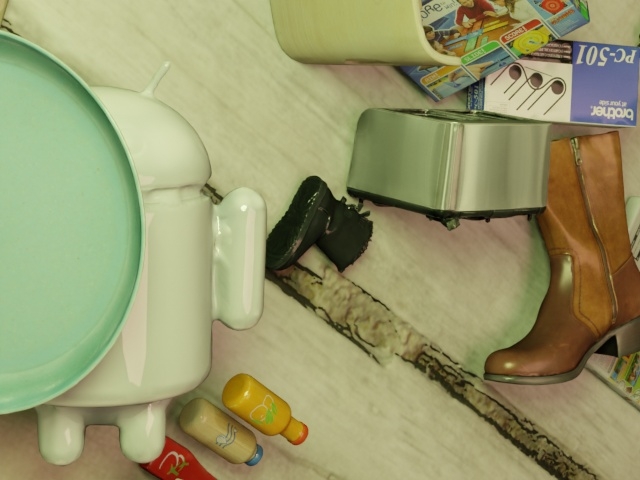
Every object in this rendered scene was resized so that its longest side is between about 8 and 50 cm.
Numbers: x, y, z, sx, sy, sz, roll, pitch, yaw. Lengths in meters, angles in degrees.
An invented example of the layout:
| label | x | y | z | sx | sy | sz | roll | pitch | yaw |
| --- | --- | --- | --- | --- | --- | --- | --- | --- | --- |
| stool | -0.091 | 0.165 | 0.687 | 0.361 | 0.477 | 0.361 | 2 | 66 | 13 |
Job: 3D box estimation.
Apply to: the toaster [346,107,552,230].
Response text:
| label | x | y | z | sx | sy | sz | roll | pitch | yaw |
| --- | --- | --- | --- | --- | --- | --- | --- | --- | --- |
| toaster | 0.145 | -0.081 | 1.608 | 0.168 | 0.186 | 0.110 | -4 | 104 | -39 |

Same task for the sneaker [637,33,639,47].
| label | x | y | z | sx | sy | sz | roll | pitch | yaw |
| --- | --- | --- | --- | --- | --- | --- | --- | --- | --- |
| sneaker | 0.492 | -0.199 | 1.940 | 0.093 | 0.088 | 0.225 | -40 | 120 | -30 |

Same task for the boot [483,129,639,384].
| label | x | y | z | sx | sy | sz | roll | pitch | yaw |
| --- | --- | --- | --- | --- | --- | --- | --- | --- | --- |
| boot | 0.282 | 0.020 | 1.796 | 0.264 | 0.096 | 0.280 | -15 | 99 | -24 |

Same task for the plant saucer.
| label | x | y | z | sx | sy | sz | roll | pitch | yaw |
| --- | --- | --- | --- | --- | --- | --- | --- | --- | --- |
| plant saucer | -0.281 | -0.016 | 1.221 | 0.044 | 0.318 | 0.317 | -24 | 115 | -71 |

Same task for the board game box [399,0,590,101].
| label | x | y | z | sx | sy | sz | roll | pitch | yaw |
| --- | --- | --- | --- | --- | --- | --- | --- | --- | --- |
| board game box | 0.166 | -0.238 | 1.600 | 0.136 | 0.201 | 0.035 | 39 | 38 | -37 |

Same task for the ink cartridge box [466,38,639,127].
| label | x | y | z | sx | sy | sz | roll | pitch | yaw |
| --- | --- | --- | --- | --- | --- | --- | --- | --- | --- |
| ink cartridge box | 0.271 | -0.185 | 1.745 | 0.207 | 0.046 | 0.097 | 2 | 91 | -23 |

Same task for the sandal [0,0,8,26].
| label | x | y | z | sx | sy | sz | roll | pitch | yaw |
| --- | --- | --- | --- | --- | --- | --- | --- | --- | --- |
| sandal | -0.308 | -0.161 | 1.308 | 0.072 | 0.049 | 0.180 | 19 | 84 | -40 |

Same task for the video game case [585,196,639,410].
| label | x | y | z | sx | sy | sz | roll | pitch | yaw |
| --- | --- | --- | --- | --- | --- | --- | --- | --- | --- |
| video game case | 0.424 | 0.089 | 1.967 | 0.206 | 0.026 | 0.227 | 37 | 72 | -37 |

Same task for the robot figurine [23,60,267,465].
| label | x | y | z | sx | sy | sz | roll | pitch | yaw |
| --- | --- | --- | --- | --- | --- | --- | --- | --- | --- |
| robot figurine | -0.197 | 0.017 | 1.329 | 0.300 | 0.200 | 0.353 | -1 | 99 | -11 |

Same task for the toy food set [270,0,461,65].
| label | x | y | z | sx | sy | sz | roll | pitch | yaw |
| --- | --- | --- | --- | --- | --- | --- | --- | --- | --- |
| toy food set | 0.040 | -0.318 | 1.461 | 0.092 | 0.220 | 0.306 | -20 | 109 | -36 |

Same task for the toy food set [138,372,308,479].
| label | x | y | z | sx | sy | sz | roll | pitch | yaw |
| --- | --- | --- | --- | --- | --- | --- | --- | --- | --- |
| toy food set | -0.115 | 0.251 | 1.487 | 0.104 | 0.111 | 0.232 | 40 | 69 | -36 |

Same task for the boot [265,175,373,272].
| label | x | y | z | sx | sy | sz | roll | pitch | yaw |
| --- | --- | --- | --- | --- | --- | --- | --- | --- | --- |
| boot | -0.001 | 0.000 | 1.592 | 0.099 | 0.045 | 0.121 | 42 | 69 | -39 |
